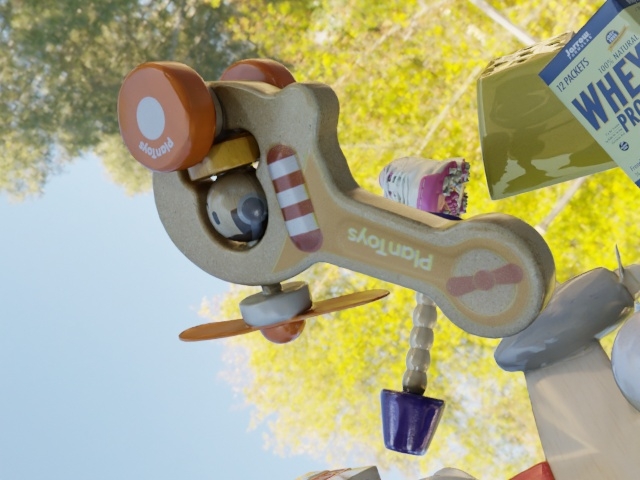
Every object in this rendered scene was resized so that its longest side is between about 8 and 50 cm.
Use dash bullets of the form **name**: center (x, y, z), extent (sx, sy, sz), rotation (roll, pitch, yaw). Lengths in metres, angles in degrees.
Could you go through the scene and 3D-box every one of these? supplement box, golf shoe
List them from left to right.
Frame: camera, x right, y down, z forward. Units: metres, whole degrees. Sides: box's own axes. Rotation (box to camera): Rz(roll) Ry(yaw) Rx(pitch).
- **golf shoe**: center (0.145, -0.071, 1.085), extent (0.140, 0.115, 0.306), rotation (8, -172, 14)
- **supplement box**: center (0.176, -0.084, 0.377), extent (0.083, 0.056, 0.083), rotation (-28, -105, -39)

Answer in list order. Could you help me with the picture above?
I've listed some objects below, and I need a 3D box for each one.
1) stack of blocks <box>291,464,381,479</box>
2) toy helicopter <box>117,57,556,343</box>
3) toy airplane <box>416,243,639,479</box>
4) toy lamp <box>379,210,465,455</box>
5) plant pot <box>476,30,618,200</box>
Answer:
- **stack of blocks**: center (0.026, 0.384, 0.717), extent (0.087, 0.171, 0.297), rotation (-14, -100, -37)
- **toy helicopter**: center (0.000, 0.000, 0.561), extent (0.355, 0.235, 0.140), rotation (20, -157, 31)
- **toy airplane**: center (0.241, 0.166, 0.555), extent (0.386, 0.273, 0.384), rotation (17, -138, 43)
- **toy lamp**: center (0.121, 0.108, 0.850), extent (0.080, 0.275, 0.080), rotation (12, 172, 2)
- **plant pot**: center (0.356, -0.210, 1.164), extent (0.187, 0.212, 0.212), rotation (65, -150, -17)
